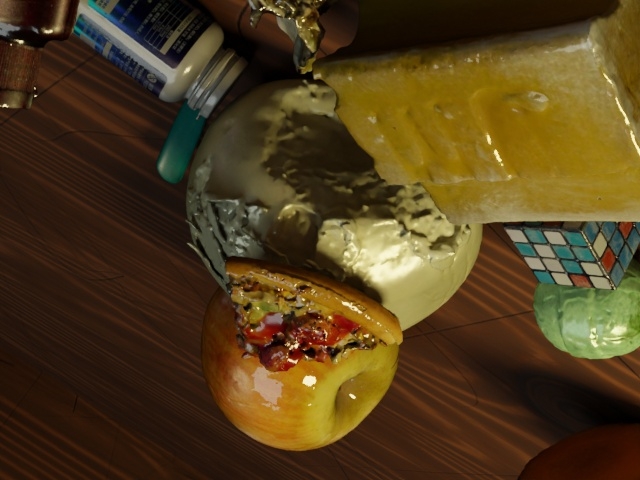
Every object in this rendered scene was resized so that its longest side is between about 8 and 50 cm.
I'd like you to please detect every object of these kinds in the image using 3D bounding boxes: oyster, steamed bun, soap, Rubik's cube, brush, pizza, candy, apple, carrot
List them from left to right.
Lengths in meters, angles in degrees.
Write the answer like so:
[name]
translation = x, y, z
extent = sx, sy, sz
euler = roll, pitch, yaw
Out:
[brush]
translation = -0.179, -0.138, 1.467
extent = 0.043, 0.032, 0.193
euler = 38, 143, 2
[oyster]
translation = -0.049, -0.259, 1.011
extent = 0.214, 0.083, 0.223
euler = 64, -178, 6
[pizza]
translation = -0.025, 0.096, 1.143
extent = 0.201, 0.053, 0.193
euler = 17, 146, -12
[apple]
translation = -0.030, 0.144, 1.510
extent = 0.233, 0.286, 0.286
euler = 36, 159, 33
[steamed bun]
translation = 0.000, 0.000, 1.255
extent = 0.334, 0.233, 0.312
euler = 26, 152, 19
[soap]
translation = 0.178, -0.117, 0.964
extent = 0.281, 0.143, 0.259
euler = -2, 140, 44
[Rubik's cube]
translation = 0.253, -0.016, 1.089
extent = 0.092, 0.092, 0.092
euler = 5, 143, 45
[carrot]
translation = 0.438, 0.366, 1.428
extent = 0.331, 0.214, 0.193
euler = 46, -179, -15
[candy]
translation = 0.415, 0.071, 1.072
extent = 0.440, 0.119, 0.119
euler = 2, 141, 36

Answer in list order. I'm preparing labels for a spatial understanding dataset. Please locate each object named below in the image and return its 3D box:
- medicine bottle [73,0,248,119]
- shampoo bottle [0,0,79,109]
[medicine bottle]
translation = -0.179, -0.224, 1.220
extent = 0.191, 0.107, 0.107
euler = 37, 154, -6
[shampoo bottle]
translation = -0.264, -0.283, 0.997
extent = 0.129, 0.323, 0.084
euler = 15, -169, 8
